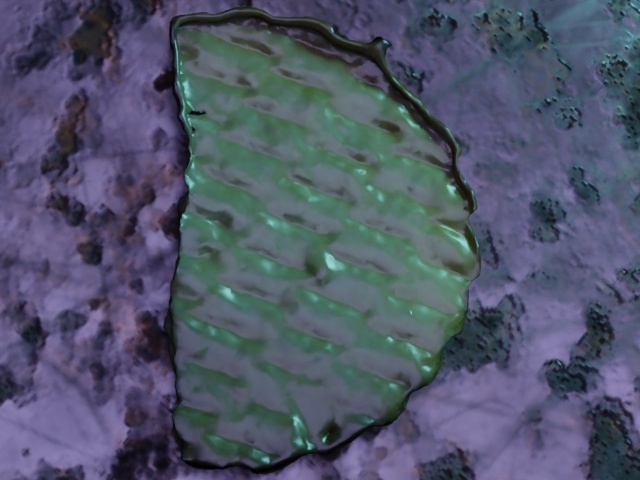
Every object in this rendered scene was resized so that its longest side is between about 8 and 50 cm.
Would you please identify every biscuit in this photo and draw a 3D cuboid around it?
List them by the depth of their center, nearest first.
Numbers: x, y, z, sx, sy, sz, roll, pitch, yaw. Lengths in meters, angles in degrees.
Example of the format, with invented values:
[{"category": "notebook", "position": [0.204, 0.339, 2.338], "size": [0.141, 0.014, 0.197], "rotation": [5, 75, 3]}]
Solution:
[{"category": "biscuit", "position": [0.000, 0.000, 1.153], "size": [0.187, 0.036, 0.273], "rotation": [3, 78, -5]}]
